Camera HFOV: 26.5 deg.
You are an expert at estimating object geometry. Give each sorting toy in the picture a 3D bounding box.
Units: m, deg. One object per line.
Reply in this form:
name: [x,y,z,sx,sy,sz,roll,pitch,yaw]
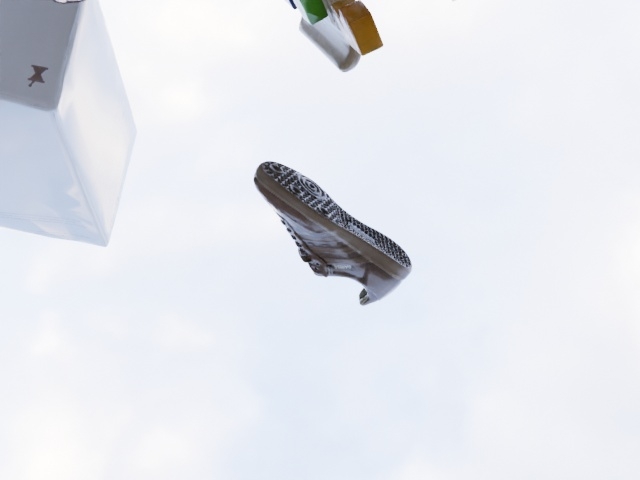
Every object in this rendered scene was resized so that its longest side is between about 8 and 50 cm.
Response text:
sorting toy: [-0.029,-0.251,1.134,0.041,0.229,0.307,-25,-157,-3]

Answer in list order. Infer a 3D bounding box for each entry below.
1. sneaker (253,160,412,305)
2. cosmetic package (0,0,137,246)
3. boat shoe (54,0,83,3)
sneaker: [0.000,0.000,1.323,0.071,0.188,0.066,-48,-162,21]
cosmetic package: [-0.320,-0.137,1.367,0.217,0.385,0.156,11,-110,1]
boat shoe: [-0.137,-0.224,0.760,0.123,0.342,0.123,-16,-101,-8]
